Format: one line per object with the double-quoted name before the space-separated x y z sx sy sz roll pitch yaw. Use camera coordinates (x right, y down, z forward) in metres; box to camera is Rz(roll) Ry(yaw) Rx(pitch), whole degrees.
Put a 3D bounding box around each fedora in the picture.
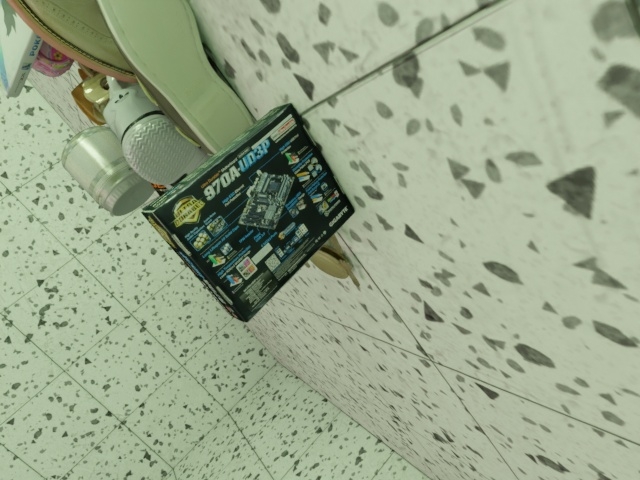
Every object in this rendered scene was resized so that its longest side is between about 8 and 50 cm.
"fedora" -0.664 -0.403 1.300 0.194 0.079 0.194 41 160 18

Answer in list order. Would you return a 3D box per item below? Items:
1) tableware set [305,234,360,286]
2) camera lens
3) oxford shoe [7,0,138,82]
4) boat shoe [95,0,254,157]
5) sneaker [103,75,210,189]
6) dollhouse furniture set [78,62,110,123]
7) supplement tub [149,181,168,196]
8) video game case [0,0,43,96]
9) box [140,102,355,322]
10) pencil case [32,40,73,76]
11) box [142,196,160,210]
"tableware set" 0.000 0.000 0.752 0.128 0.039 0.194 18 154 33
"camera lens" -0.754 -0.251 1.580 0.274 0.219 0.219 46 161 2
"oxford shoe" -0.366 -0.385 0.611 0.397 0.146 0.140 41 -150 -53
"boat shoe" -0.203 -0.238 0.597 0.091 0.109 0.305 20 152 44
"sneaker" -0.284 -0.173 0.879 0.210 0.137 0.366 54 178 23
"dollhouse furniture set" -0.515 -0.379 0.994 0.161 0.101 0.182 48 161 -2
"supplement tub" -0.360 -0.175 1.048 0.117 0.117 0.190 30 156 40
"video game case" -0.691 -0.521 0.898 0.329 0.036 0.300 47 119 -1
"box" -0.075 -0.036 0.553 0.051 0.220 0.175 8 138 54
"pencil case" -0.679 -0.485 1.106 0.284 0.124 0.124 21 148 54
"box" -0.392 -0.070 1.266 0.093 0.156 0.158 36 158 26
